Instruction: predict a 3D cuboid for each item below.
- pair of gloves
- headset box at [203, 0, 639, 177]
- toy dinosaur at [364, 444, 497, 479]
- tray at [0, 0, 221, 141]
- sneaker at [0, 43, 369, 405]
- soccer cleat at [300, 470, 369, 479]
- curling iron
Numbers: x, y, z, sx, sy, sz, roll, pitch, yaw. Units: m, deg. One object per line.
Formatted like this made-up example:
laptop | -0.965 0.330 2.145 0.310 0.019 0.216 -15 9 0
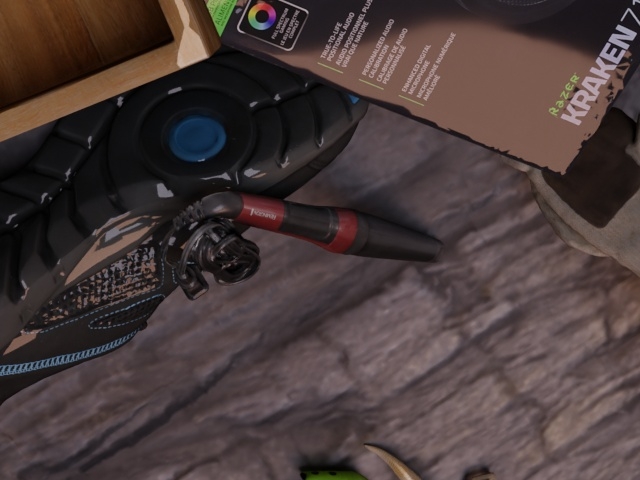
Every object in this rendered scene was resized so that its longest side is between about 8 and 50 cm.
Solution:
pair of gloves | 0.253 -0.080 0.805 0.240 0.204 0.042 -52 150 5
headset box | 0.067 -0.207 0.694 0.283 0.131 0.246 20 115 -22
toy dinosaur | 0.105 0.223 0.950 0.093 0.053 0.183 -26 117 -4
tray | -0.221 -0.244 0.574 0.203 0.076 0.410 -21 104 6
sneaker | -0.121 -0.016 0.763 0.341 0.125 0.139 -30 151 -12
soccer cleat | -0.009 0.255 0.930 0.072 0.060 0.178 14 101 -12
curling iron | 0.000 0.000 0.768 0.068 0.035 0.274 -45 156 28
